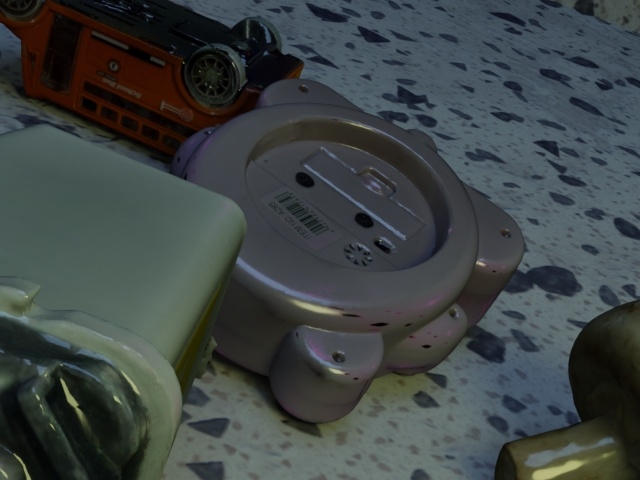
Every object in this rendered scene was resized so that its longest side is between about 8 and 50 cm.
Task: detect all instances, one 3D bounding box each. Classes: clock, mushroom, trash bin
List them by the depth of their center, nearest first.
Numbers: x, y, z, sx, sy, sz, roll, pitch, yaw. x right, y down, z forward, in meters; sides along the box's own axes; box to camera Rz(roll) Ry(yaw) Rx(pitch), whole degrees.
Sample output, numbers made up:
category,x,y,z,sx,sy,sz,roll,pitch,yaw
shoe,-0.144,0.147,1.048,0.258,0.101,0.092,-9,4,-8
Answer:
category,x,y,z,sx,sy,sz,roll,pitch,yaw
trash bin,-0.203,0.066,0.657,0.296,0.256,0.368,20,21,4
mushroom,0.235,0.153,0.871,0.215,0.207,0.207,-19,36,-6
clock,0.000,0.000,1.007,0.295,0.113,0.322,37,39,13

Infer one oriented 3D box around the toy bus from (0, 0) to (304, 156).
category,x,y,z,sx,sy,sz,roll,pitch,yaw
toy bus,-0.196,-0.192,1.215,0.329,0.153,0.143,25,29,5
